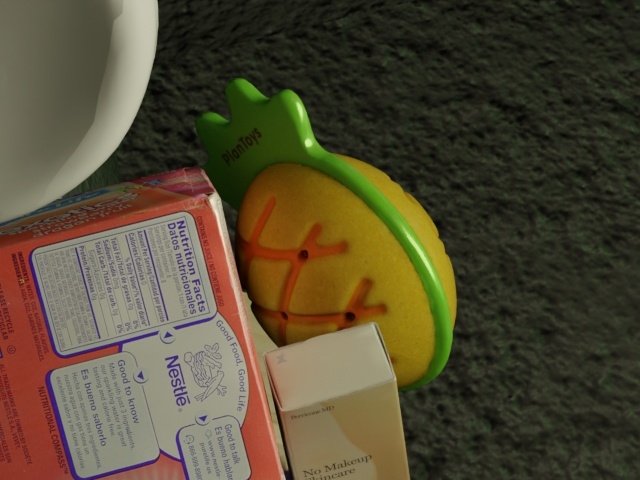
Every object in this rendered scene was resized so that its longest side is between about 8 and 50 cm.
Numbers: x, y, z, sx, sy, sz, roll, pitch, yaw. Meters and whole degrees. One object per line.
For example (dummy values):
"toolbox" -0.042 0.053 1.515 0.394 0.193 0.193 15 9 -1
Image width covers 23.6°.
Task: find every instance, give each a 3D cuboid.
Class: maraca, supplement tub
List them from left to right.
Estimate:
"supplement tub" -0.137 -0.107 0.543 0.199 0.144 0.144 -111 -172 -59
"maraca" 0.000 0.000 0.800 0.185 0.099 0.127 53 -39 1

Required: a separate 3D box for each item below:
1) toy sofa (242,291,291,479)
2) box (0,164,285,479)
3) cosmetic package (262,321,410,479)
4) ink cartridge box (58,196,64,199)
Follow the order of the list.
"toy sofa" -0.066 0.196 1.132 0.362 0.150 0.177 82 25 -56
"box" -0.091 0.127 0.765 0.142 0.154 0.300 -126 -159 -79
"cosmetic package" 0.011 0.099 0.763 0.041 0.060 0.115 -110 -174 -45
"ink cartridge box" -0.146 0.052 1.263 0.207 0.046 0.097 40 -7 4
